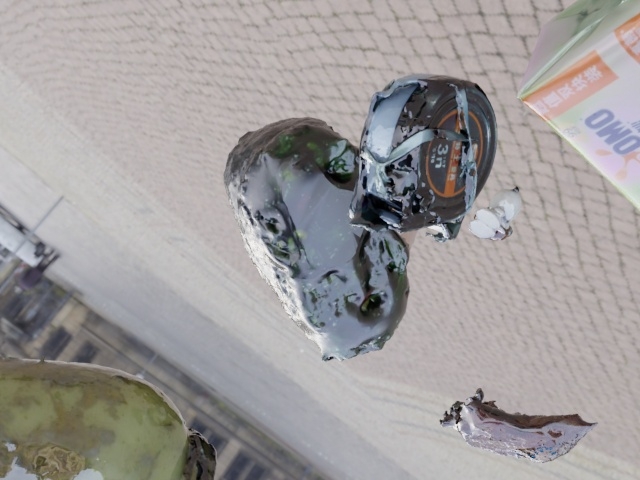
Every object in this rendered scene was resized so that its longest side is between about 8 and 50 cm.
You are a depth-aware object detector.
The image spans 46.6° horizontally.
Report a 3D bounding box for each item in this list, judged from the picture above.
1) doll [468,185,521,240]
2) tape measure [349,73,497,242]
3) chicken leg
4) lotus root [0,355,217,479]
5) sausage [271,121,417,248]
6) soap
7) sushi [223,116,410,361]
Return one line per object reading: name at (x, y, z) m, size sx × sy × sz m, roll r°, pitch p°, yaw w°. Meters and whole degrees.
doll at (0.164, -0.018, 0.705) m, size 0.040 × 0.085 × 0.058 m, roll 33°, pitch 131°, yaw 13°
tape measure at (0.062, -0.047, 0.427) m, size 0.091 × 0.094 × 0.054 m, roll 6°, pitch -169°, yaw -46°
chicken leg at (0.297, 0.288, 1.142) m, size 0.233 × 0.063 × 0.105 m, roll 10°, pitch 129°, yaw 22°
lotus root at (-0.220, 0.150, 0.452) m, size 0.309 × 0.173 × 0.173 m, roll 0°, pitch 170°, yaw -13°
sausage at (0.012, -0.072, 0.977) m, size 0.252 × 0.123 × 0.123 m, roll 20°, pitch 160°, yaw 18°
soap at (0.313, -0.147, 0.659) m, size 0.199 × 0.138 × 0.182 m, roll 37°, pitch 142°, yaw -15°
sushi at (0.000, 0.000, 0.671) m, size 0.225 × 0.124 × 0.127 m, roll 67°, pitch 169°, yaw -23°
